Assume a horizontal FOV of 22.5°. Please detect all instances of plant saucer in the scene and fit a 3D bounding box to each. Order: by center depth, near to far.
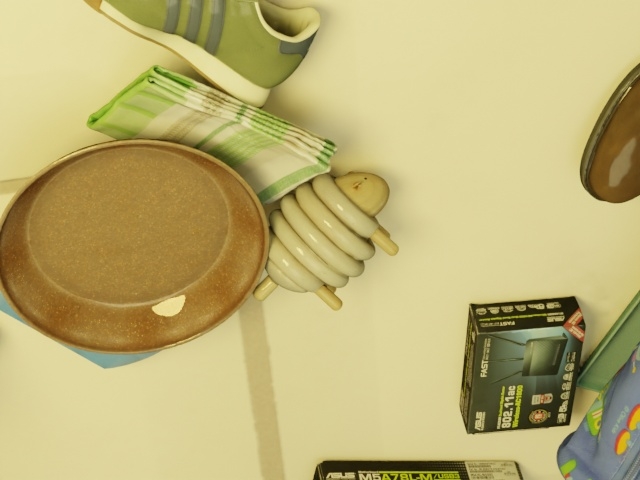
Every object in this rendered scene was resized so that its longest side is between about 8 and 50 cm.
[{"bbox_3d":[-0.137,-0.001,1.166,0.199,0.036,0.198,-6,130,-7],"label":"plant saucer"},{"bbox_3d":[0.287,0.058,1.344,0.067,0.018,0.192,17,123,-22],"label":"plant saucer"}]

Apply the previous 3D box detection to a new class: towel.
[{"bbox_3d":[-0.078,-0.069,1.139,0.152,0.023,0.113,22,153,-24],"label":"towel"}]

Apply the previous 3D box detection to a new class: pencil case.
[{"bbox_3d":[0.295,0.105,1.284,0.119,0.133,0.306,35,128,17],"label":"pencil case"}]

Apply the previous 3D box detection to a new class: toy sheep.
[{"bbox_3d":[0.000,0.000,1.202,0.132,0.091,0.091,-46,124,5],"label":"toy sheep"}]

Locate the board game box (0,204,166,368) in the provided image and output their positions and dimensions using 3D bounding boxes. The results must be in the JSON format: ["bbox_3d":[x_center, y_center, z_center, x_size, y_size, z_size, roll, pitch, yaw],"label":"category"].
[{"bbox_3d":[-0.166,0.022,1.226,0.169,0.033,0.133,34,110,-34],"label":"board game box"}]

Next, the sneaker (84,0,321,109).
[{"bbox_3d":[-0.080,-0.167,1.070,0.086,0.064,0.192,-42,129,21],"label":"sneaker"}]

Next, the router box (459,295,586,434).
[{"bbox_3d":[0.167,0.105,1.346,0.092,0.038,0.122,-4,129,-6],"label":"router box"}]

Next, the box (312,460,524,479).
[{"bbox_3d":[0.076,0.278,1.467,0.191,0.045,0.184,1,131,-12],"label":"box"}]

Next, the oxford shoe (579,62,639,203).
[{"bbox_3d":[0.280,-0.097,1.168,0.083,0.096,0.227,28,120,-30],"label":"oxford shoe"}]
